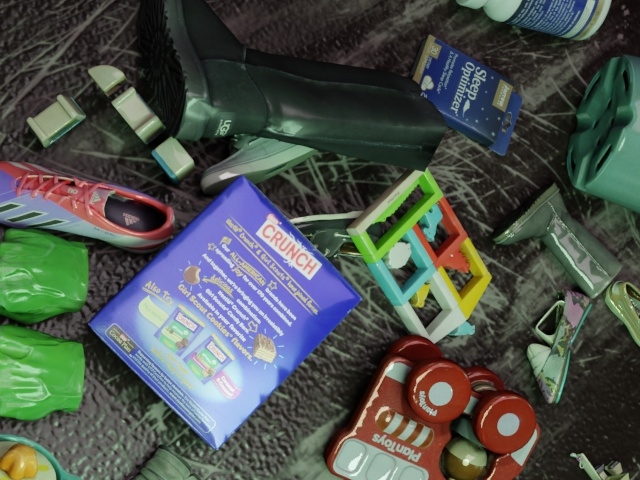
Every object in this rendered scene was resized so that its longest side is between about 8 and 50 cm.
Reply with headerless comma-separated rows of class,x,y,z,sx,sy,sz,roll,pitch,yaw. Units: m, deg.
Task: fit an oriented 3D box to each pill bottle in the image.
pill bottle,0.390,-0.468,2.064,0.265,0.153,0.153,8,73,-20

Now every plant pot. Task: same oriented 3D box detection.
plant pot,0.649,-0.168,2.009,0.334,0.341,0.341,16,70,-10

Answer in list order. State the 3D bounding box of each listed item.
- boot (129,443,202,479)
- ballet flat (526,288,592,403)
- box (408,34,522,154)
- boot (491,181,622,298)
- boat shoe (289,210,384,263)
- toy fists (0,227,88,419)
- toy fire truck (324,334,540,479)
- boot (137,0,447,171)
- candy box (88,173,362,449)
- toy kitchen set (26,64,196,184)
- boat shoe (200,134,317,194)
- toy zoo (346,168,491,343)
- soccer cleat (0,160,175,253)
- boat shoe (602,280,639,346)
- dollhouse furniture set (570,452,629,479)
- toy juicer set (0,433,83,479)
boot,-0.203,0.429,1.623,0.161,0.083,0.246,-36,93,-32
ballet flat,0.407,0.179,1.948,0.079,0.077,0.221,24,62,5
box,0.265,-0.262,2.023,0.225,0.036,0.136,26,68,-15
boot,0.425,0.019,2.001,0.190,0.076,0.208,-37,98,-24
boat shoe,0.000,0.000,1.817,0.233,0.084,0.079,-4,77,-26
toy fists,-0.421,0.118,1.607,0.142,0.096,0.279,11,72,-35
toy fire truck,0.185,0.312,1.782,0.302,0.169,0.253,27,94,-16
boot,-0.050,-0.278,1.808,0.445,0.146,0.367,2,50,-26
candy box,-0.142,0.106,1.676,0.317,0.122,0.268,-45,96,-11
toy kitchen set,-0.322,-0.145,1.729,0.166,0.122,0.207,-39,90,-4
boat shoe,-0.109,-0.141,1.820,0.228,0.079,0.081,-24,79,-32
toy zoo,0.180,0.042,1.870,0.192,0.030,0.293,-44,112,-30
soccer cleat,-0.370,-0.060,1.662,0.318,0.116,0.108,16,71,-18
boat shoe,0.596,0.149,2.026,0.190,0.072,0.068,43,65,-7
dollhouse furniture set,0.483,0.379,1.897,0.091,0.114,0.081,-33,86,-24
toy juicer set,-0.418,0.323,1.461,0.329,0.089,0.209,32,22,4
